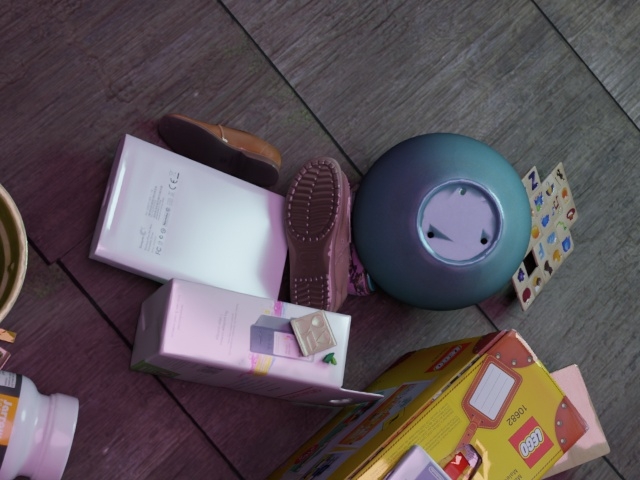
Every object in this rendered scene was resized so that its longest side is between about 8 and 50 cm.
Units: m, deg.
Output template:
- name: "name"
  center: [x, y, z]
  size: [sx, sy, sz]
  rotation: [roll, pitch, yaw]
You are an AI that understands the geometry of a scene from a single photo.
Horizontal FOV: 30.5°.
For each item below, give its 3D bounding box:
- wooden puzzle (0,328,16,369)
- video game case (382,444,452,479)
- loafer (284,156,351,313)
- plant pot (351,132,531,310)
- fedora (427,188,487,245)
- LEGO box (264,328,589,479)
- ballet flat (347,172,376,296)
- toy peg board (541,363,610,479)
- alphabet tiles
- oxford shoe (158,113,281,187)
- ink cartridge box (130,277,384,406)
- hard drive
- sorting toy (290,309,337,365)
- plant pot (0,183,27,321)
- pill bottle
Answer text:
- name: "wooden puzzle"
  center: [-0.509, 0.176, 1.748]
  size: [0.079, 0.014, 0.116]
  rotation: [28, 72, -12]
- name: "video game case"
  center: [0.134, 0.401, 1.528]
  size: [0.201, 0.023, 0.183]
  rotation: [47, 69, -7]
- name: "loafer"
  center: [0.000, 0.000, 1.902]
  size: [0.102, 0.092, 0.268]
  rotation: [4, 87, 22]
- name: "plant pot"
  center: [0.200, -0.028, 1.819]
  size: [0.290, 0.195, 0.290]
  rotation: [0, 91, -3]
- name: "fedora"
  center: [0.223, -0.048, 1.993]
  size: [0.244, 0.124, 0.275]
  rotation: [19, 74, -15]
- name: "LEGO box"
  center: [0.088, 0.370, 1.730]
  size: [0.500, 0.372, 0.193]
  rotation: [-39, 94, -21]
- name: "ballet flat"
  center: [0.059, -0.018, 1.958]
  size: [0.079, 0.077, 0.221]
  rotation: [3, 82, 16]
- name: "toy peg board"
  center: [0.385, 0.314, 2.016]
  size: [0.161, 0.079, 0.161]
  rotation: [-20, 86, -6]
- name: "alphabet tiles"
  center: [0.379, -0.026, 2.038]
  size: [0.237, 0.009, 0.198]
  rotation: [-45, 123, -38]
- name: "oxford shoe"
  center: [-0.163, -0.158, 1.919]
  size: [0.212, 0.076, 0.076]
  rotation: [24, 42, -11]
- name: "ink cartridge box"
  center: [-0.090, 0.164, 1.795]
  size: [0.354, 0.207, 0.119]
  rotation: [14, 73, -19]
- name: "hard drive"
  center: [-0.194, -0.019, 1.845]
  size: [0.308, 0.040, 0.203]
  rotation: [22, 67, -26]
- name: "sorting toy"
  center: [-0.006, 0.148, 1.710]
  size: [0.062, 0.012, 0.083]
  rotation: [-16, 80, -30]
- name: "plant pot"
  center: [-0.557, 0.040, 1.628]
  size: [0.276, 0.254, 0.276]
  rotation: [4, 77, -18]
- name: "pill bottle"
  center: [-0.495, 0.256, 1.658]
  size: [0.278, 0.162, 0.162]
  rotation: [15, 75, -16]
